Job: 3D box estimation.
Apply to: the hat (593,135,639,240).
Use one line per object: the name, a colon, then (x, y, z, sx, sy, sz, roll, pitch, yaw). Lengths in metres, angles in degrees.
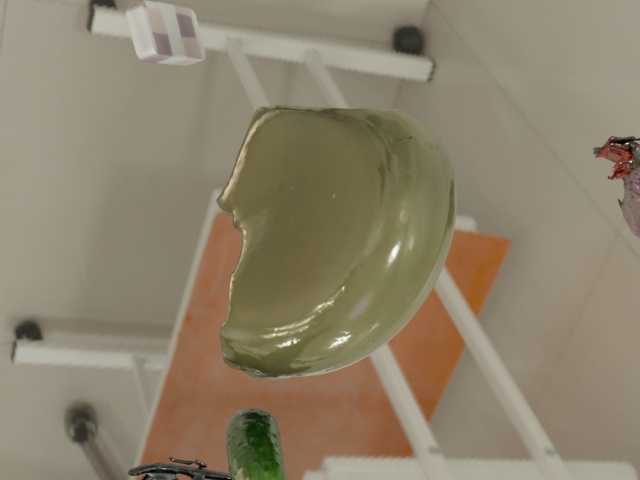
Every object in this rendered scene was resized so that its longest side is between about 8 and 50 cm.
hat: (0.306, 0.021, 0.930, 0.140, 0.227, 0.129, 12, 146, -29)

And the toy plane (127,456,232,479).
toy plane: (-0.137, 0.238, 0.856, 0.381, 0.155, 0.106, 13, 115, -13)

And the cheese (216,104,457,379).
cheese: (0.000, 0.000, 0.811, 0.091, 0.175, 0.202, 32, 76, -53)

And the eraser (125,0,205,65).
eraser: (-0.171, -0.230, 1.343, 0.026, 0.065, 0.105, -13, 179, 28)

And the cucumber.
cucumber: (-0.042, 0.130, 0.755, 0.037, 0.155, 0.037, -2, 104, -7)
